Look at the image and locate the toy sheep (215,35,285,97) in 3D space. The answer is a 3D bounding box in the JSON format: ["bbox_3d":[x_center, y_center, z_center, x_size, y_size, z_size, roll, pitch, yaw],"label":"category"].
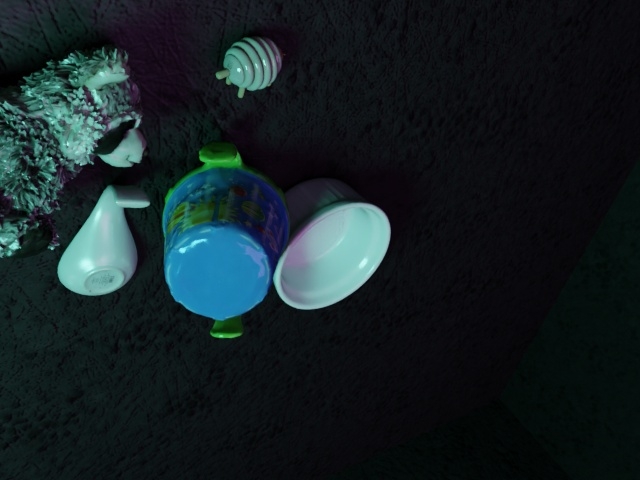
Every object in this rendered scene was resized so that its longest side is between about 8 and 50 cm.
[{"bbox_3d":[-0.111,-0.279,0.930,0.132,0.091,0.091,-38,145,-33],"label":"toy sheep"}]

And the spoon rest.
[{"bbox_3d":[-0.367,0.000,1.011,0.137,0.084,0.276,1,139,-38],"label":"spoon rest"}]

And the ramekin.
[{"bbox_3d":[0.000,0.000,1.243,0.277,0.135,0.277,-22,138,-21],"label":"ramekin"}]

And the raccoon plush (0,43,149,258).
[{"bbox_3d":[-0.430,-0.166,0.704,0.446,0.216,0.299,19,106,-46],"label":"raccoon plush"}]

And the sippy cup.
[{"bbox_3d":[-0.164,0.009,0.984,0.240,0.224,0.306,-33,113,10],"label":"sippy cup"}]
